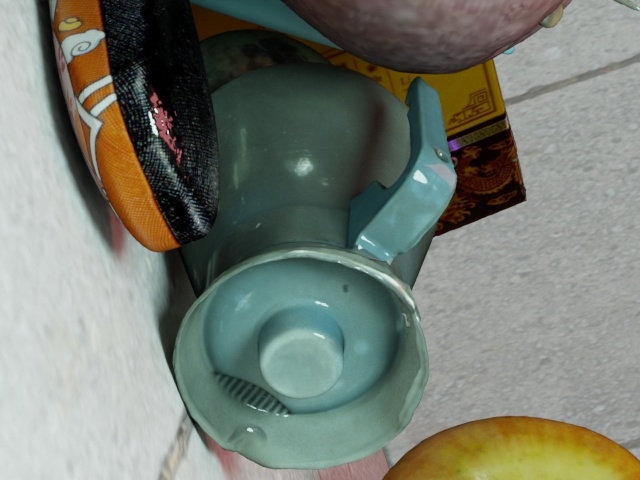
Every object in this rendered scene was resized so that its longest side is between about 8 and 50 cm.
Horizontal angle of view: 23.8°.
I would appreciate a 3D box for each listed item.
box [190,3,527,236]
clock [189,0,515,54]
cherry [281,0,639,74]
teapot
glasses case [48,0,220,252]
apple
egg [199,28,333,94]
[{"bbox_3d":[0.012,-0.153,1.314,0.415,0.264,0.115,67,1,-46],"label":"box"},{"bbox_3d":[-0.002,-0.187,1.049,0.223,0.274,0.094,-142,-114,-65],"label":"clock"},{"bbox_3d":[0.046,-0.212,0.825,0.307,0.221,0.261,28,14,6],"label":"cherry"},{"bbox_3d":[0.000,0.000,0.855,0.171,0.203,0.225,32,24,-17],"label":"teapot"},{"bbox_3d":[-0.097,-0.103,0.768,0.266,0.067,0.103,-107,179,-48],"label":"glasses case"},{"bbox_3d":[0.162,0.286,1.270,0.233,0.286,0.286,106,-30,-63],"label":"apple"},{"bbox_3d":[-0.041,-0.071,1.032,0.181,0.141,0.141,50,20,-59],"label":"egg"}]
